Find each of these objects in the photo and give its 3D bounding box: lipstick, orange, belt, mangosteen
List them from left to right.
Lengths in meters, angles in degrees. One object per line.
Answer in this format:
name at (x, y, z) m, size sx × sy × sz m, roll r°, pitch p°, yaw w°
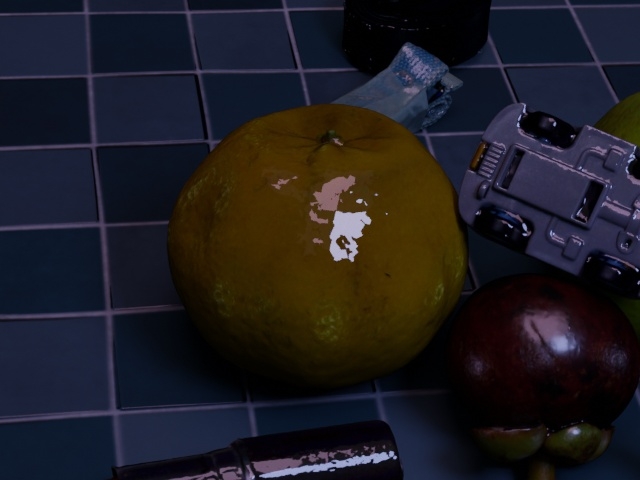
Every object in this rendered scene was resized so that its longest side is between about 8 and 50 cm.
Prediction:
lipstick at (-0.076, 0.209, 1.162) m, size 0.300 × 0.081 × 0.081 m, roll -8°, pitch 46°, yaw -17°
orange at (0.000, 0.000, 1.276) m, size 0.279 × 0.235 × 0.279 m, roll 4°, pitch 39°, yaw -4°
belt at (0.041, -0.130, 1.521) m, size 0.072 × 0.087 × 0.302 m, roll 34°, pitch 50°, yaw 29°
belt at (0.120, -0.274, 1.687) m, size 0.198 × 0.078 × 0.151 m, roll -18°, pitch 45°, yaw -21°
mangosteen at (0.197, 0.127, 1.234) m, size 0.200 × 0.200 × 0.200 m, roll 4°, pitch 44°, yaw -4°

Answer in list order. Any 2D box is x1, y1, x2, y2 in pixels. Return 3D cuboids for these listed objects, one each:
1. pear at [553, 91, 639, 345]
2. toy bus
pear at (0.341, -0.020, 1.337) m, size 0.288 × 0.239 × 0.139 m, roll 38°, pitch 42°, yaw 25°
toy bus at (0.239, -0.027, 1.242) m, size 0.209 × 0.136 × 0.126 m, roll 24°, pitch 88°, yaw 17°
